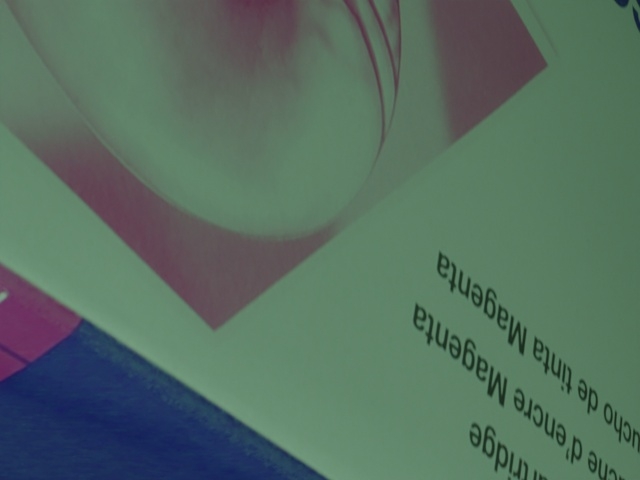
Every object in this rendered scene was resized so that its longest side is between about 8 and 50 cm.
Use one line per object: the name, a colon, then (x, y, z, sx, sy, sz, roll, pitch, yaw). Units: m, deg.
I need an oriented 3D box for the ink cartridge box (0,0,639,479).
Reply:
ink cartridge box: (0.000, 0.000, 0.430, 0.071, 0.330, 0.324, -13, 146, 33)
